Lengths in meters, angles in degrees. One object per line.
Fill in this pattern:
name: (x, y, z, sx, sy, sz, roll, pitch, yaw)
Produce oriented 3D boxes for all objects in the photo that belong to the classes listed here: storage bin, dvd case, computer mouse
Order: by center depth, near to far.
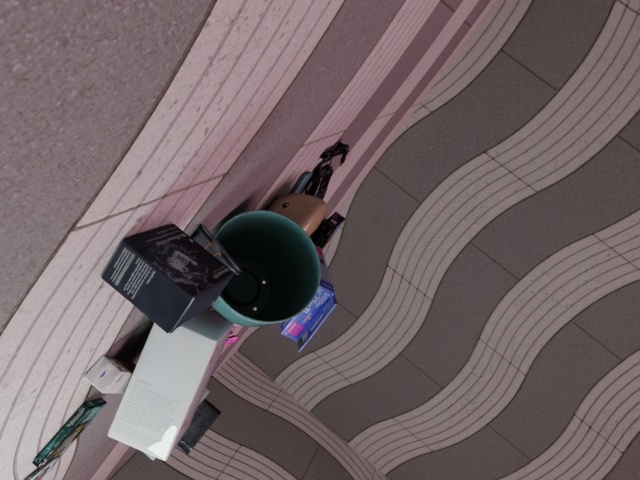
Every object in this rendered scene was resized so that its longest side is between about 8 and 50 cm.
storage bin: (-0.254, 0.046, 1.100, 0.091, 0.135, 0.098, -41, 174, -7)
dvd case: (-0.787, 0.653, 1.378, 0.087, 0.013, 0.119, -53, 175, 24)
computer mouse: (0.016, -0.243, 1.789, 0.184, 0.060, 0.261, -40, 157, -46)
storage bin: (-0.469, 0.704, 1.867, 0.180, 0.084, 0.122, -50, 176, -32)

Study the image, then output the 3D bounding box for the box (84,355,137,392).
box: (-0.521, 0.354, 1.282, 0.067, 0.063, 0.324, -50, 175, -17)

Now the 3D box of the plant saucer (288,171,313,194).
plant saucer: (-0.092, -0.156, 1.674, 0.192, 0.018, 0.067, -52, 175, 28)

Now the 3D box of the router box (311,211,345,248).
router box: (0.000, 0.000, 1.590, 0.178, 0.046, 0.133, -54, 175, 27)

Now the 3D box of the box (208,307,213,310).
box: (-0.329, 0.162, 1.497, 0.028, 0.081, 0.136, -55, 174, 32)

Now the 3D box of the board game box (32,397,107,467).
board game box: (-0.669, 0.512, 1.326, 0.186, 0.026, 0.126, -50, 175, -10)

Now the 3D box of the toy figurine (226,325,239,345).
toy figurine: (-0.361, 0.304, 1.803, 0.173, 0.159, 0.130, -53, 175, 12)

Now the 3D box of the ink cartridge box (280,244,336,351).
ink cartridge box: (-0.048, 0.150, 1.406, 0.185, 0.065, 0.311, -53, -155, 17)

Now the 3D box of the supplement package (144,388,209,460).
supplement package: (-0.601, 0.642, 1.877, 0.262, 0.199, 0.198, -53, 175, 27)

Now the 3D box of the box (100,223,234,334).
box: (-0.267, 0.062, 0.885, 0.093, 0.158, 0.156, -53, 175, 19)

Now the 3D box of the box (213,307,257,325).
box: (-0.306, 0.211, 1.546, 0.145, 0.187, 0.038, -41, 133, -66)

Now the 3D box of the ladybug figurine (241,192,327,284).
ladybug figurine: (-0.144, 0.014, 1.604, 0.449, 0.162, 0.305, -55, 175, 34)

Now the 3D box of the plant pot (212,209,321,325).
plant pot: (-0.178, 0.097, 1.314, 0.293, 0.293, 0.235, -48, -175, -31)

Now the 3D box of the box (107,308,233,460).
box: (-0.391, 0.360, 1.328, 0.215, 0.169, 0.345, -65, 179, -86)

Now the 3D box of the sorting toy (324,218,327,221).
sorting toy: (-0.043, -0.070, 1.879, 0.127, 0.126, 0.365, -53, 172, 16)
